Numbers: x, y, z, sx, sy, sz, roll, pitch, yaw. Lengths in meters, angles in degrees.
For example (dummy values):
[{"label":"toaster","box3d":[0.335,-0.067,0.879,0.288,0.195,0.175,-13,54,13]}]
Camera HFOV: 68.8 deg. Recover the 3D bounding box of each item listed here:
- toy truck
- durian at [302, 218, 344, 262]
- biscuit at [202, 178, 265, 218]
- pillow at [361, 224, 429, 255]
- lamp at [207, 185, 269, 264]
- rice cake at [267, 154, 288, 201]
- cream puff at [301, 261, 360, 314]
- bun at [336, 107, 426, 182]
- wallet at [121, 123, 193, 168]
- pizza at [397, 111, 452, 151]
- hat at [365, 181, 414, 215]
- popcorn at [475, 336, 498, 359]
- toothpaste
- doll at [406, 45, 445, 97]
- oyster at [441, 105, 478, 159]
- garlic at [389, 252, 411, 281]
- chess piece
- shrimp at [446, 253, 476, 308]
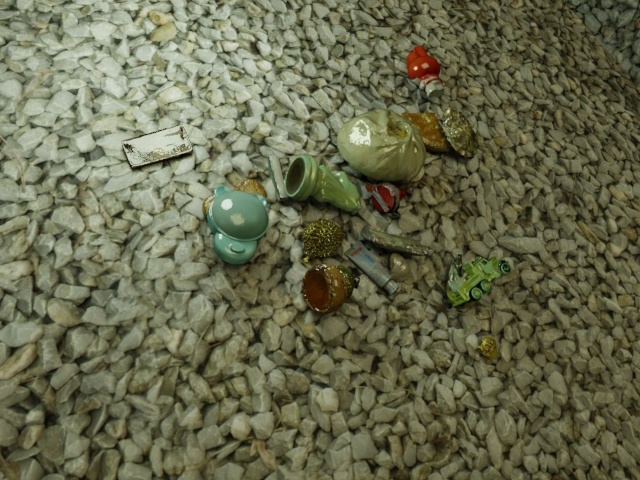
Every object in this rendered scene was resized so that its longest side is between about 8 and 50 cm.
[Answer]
[{"label":"toy truck","box3d":[0.587,0.134,1.758,0.260,0.128,0.135,-28,80,-25]},{"label":"durian","box3d":[0.000,0.000,1.700,0.146,0.102,0.208,42,66,-3]},{"label":"biscuit","box3d":[-0.313,-0.142,1.704,0.247,0.029,0.118,-29,86,-26]},{"label":"pillow","box3d":[0.276,0.010,1.771,0.255,0.169,0.059,14,106,-11]},{"label":"lamp","box3d":[-0.282,-0.053,1.594,0.210,0.147,0.283,12,72,-18]},{"label":"rice cake","box3d":[-0.164,-0.243,1.791,0.047,0.036,0.206,-4,67,-33]},{"label":"cream puff","box3d":[0.051,0.157,1.614,0.169,0.183,0.183,-7,68,-41]},{"label":"bun","box3d":[0.250,-0.398,1.851,0.365,0.219,0.365,11,46,-12]},{"label":"wallet","box3d":[-0.593,-0.341,1.705,0.232,0.031,0.121,-21,79,-22]},{"label":"pizza","box3d":[0.463,-0.496,2.079,0.292,0.058,0.197,29,61,-5]},{"label":"hat","box3d":[0.296,-0.189,1.884,0.227,0.128,0.140,-20,49,-42]},{"label":"popcorn","box3d":[0.615,0.403,1.738,0.084,0.084,0.084,6,66,-14]},{"label":"toothpaste","box3d":[0.197,0.104,1.742,0.089,0.057,0.234,-36,75,-29]},{"label":"doll","box3d":[0.482,-0.791,2.175,0.161,0.130,0.290,-12,65,-19]},{"label":"oyster","box3d":[0.621,-0.479,2.072,0.259,0.092,0.198,48,47,-9]},{"label":"garlic","box3d":[0.297,0.100,1.760,0.113,0.074,0.094,49,52,-10]},{"label":"chess piece","box3d":[0.027,-0.207,1.775,0.298,0.176,0.175,15,62,-30]},{"label":"shrimp","box3d":[0.561,0.163,1.830,0.150,0.051,0.217,17,71,-13]}]
